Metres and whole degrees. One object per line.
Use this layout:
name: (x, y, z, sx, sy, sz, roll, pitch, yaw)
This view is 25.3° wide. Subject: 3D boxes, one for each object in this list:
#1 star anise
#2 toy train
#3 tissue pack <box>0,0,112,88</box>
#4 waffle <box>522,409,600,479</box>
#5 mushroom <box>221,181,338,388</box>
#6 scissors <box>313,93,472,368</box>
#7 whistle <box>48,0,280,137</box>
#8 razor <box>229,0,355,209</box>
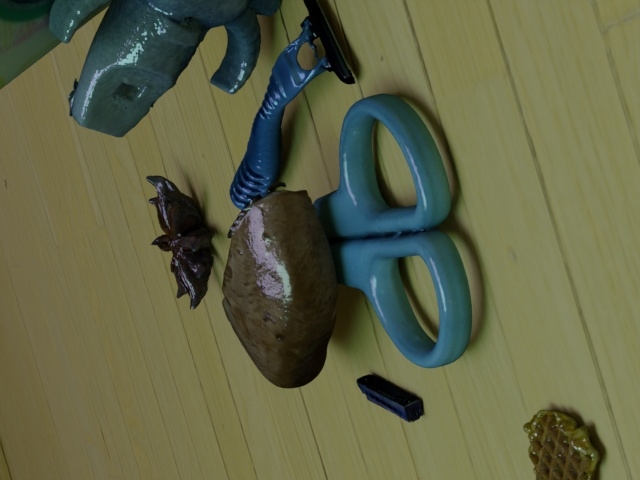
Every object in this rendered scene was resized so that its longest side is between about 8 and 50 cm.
star anise: (-0.138, -0.005, 1.423, 0.141, 0.042, 0.141, 50, 151, 41)
toy train: (0.053, 0.122, 1.108, 0.083, 0.017, 0.017, 21, 131, 62)
tissue pack: (-0.239, -0.274, 1.027, 0.162, 0.388, 0.287, 24, 135, 17)
waffle: (0.154, 0.147, 0.896, 0.078, 0.016, 0.085, -161, 58, -67)
mushroom: (-0.028, 0.051, 1.106, 0.094, 0.072, 0.210, 50, 155, 25)
scissors: (0.000, 0.000, 1.131, 0.447, 0.029, 0.193, -6, 99, 69)
whistle: (-0.105, -0.188, 1.070, 0.269, 0.180, 0.093, -57, 49, 21)
razor: (-0.034, -0.093, 1.127, 0.082, 0.042, 0.253, 66, 156, 19)
